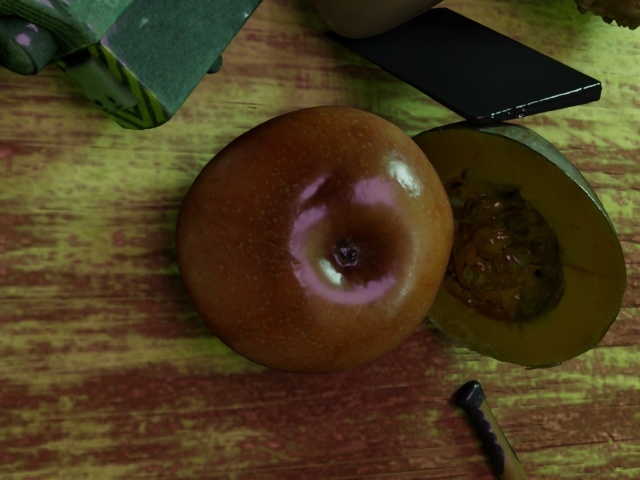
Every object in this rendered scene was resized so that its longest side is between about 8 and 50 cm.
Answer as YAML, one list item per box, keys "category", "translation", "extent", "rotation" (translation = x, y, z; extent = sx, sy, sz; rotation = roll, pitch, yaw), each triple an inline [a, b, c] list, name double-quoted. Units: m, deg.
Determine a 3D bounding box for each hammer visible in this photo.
- category: "hammer"
  translation: [0.171, 0.207, 1.143]
  extent: [0.078, 0.021, 0.201]
  rotation: [-34, 102, -30]

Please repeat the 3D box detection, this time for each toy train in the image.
- category: "toy train"
  translation: [-0.101, -0.222, 0.969]
  extent: [0.178, 0.138, 0.330]
  rotation: [45, 65, -24]

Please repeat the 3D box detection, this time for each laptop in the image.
- category: "laptop"
  translation: [0.110, -0.140, 1.066]
  extent: [0.135, 0.197, 0.016]
  rotation: [-16, 125, -31]

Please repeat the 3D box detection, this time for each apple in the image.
- category: "apple"
  translation: [0.000, 0.000, 0.974]
  extent: [0.201, 0.162, 0.201]
  rotation: [0, 91, -21]

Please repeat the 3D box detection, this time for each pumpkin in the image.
- category: "pumpkin"
  translation: [0.150, -0.014, 1.062]
  extent: [0.217, 0.217, 0.110]
  rotation: [55, 42, -14]

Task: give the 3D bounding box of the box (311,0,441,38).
- category: "box"
  translation: [0.077, -0.226, 1.034]
  extent: [0.146, 0.200, 0.088]
  rotation: [-32, 95, -38]

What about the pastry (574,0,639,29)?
- category: "pastry"
  translation: [0.268, -0.333, 1.187]
  extent: [0.255, 0.162, 0.311]
  rotation: [31, 67, -27]
